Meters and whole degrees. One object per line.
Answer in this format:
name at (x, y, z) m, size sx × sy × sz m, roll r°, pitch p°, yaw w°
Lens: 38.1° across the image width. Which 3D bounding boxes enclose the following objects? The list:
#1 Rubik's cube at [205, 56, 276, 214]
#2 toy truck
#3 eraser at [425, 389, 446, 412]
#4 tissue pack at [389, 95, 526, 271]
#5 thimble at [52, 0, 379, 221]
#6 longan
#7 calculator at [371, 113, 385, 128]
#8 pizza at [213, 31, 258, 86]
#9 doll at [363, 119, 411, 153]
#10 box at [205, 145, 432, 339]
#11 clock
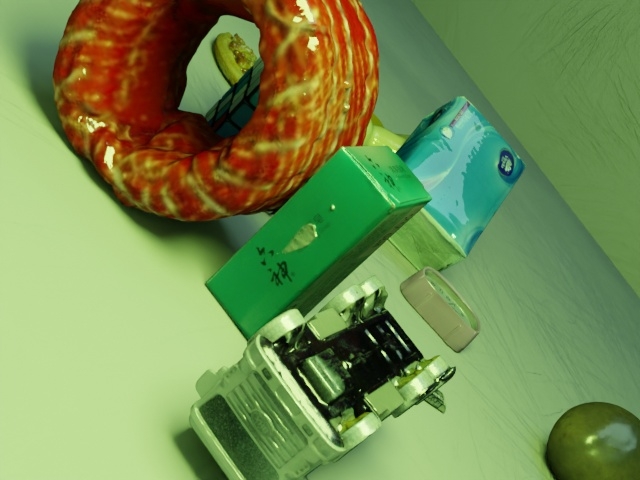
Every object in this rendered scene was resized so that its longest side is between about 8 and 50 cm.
Rubik's cube at (-0.073, -0.161, 1.365) m, size 0.154 × 0.151 × 0.155 m, roll 42°, pitch 23°, yaw -19°
toy truck at (0.013, 0.150, 0.964) m, size 0.146 × 0.175 × 0.367 m, roll 51°, pitch 21°, yaw 13°
eraser at (0.149, 0.213, 1.328) m, size 0.099 × 0.019 × 0.027 m, roll 36°, pitch 24°, yaw -25°
tissue pack at (0.223, -0.101, 1.684) m, size 0.198 × 0.146 × 0.263 m, roll 46°, pitch 55°, yaw -9°
thimble at (-0.111, -0.187, 1.084) m, size 0.350 × 0.350 × 0.230 m, roll 51°, pitch 22°, yaw 8°
longan at (0.455, 0.347, 1.508) m, size 0.187 × 0.167 × 0.167 m, roll 5°, pitch 43°, yaw -31°
calculator at (0.088, -0.250, 1.983) m, size 0.234 × 0.032 × 0.146 m, roll 26°, pitch 31°, yaw -41°
pizza at (-0.131, -0.310, 1.648) m, size 0.134 × 0.046 × 0.175 m, roll 20°, pitch 35°, yaw -50°
doll at (0.101, -0.182, 1.802) m, size 0.296 × 0.117 × 0.141 m, roll 23°, pitch 13°, yaw -28°
box at (0.000, 0.000, 1.099) m, size 0.092 × 0.245 × 0.153 m, roll 51°, pitch 21°, yaw 10°
clock at (0.208, 0.109, 1.575) m, size 0.153 × 0.050 × 0.110 m, roll 47°, pitch 21°, yaw -2°
